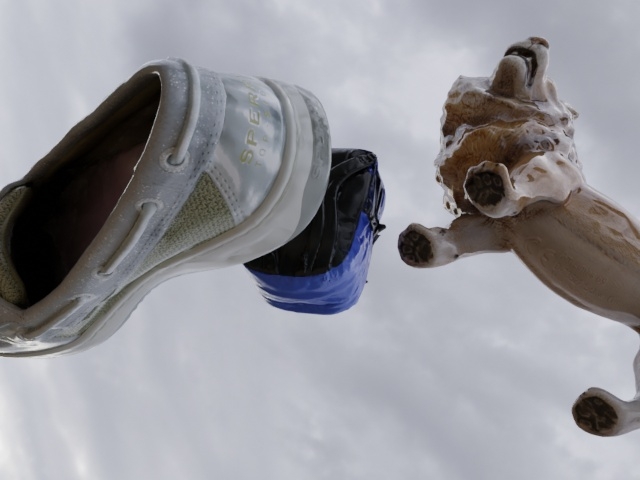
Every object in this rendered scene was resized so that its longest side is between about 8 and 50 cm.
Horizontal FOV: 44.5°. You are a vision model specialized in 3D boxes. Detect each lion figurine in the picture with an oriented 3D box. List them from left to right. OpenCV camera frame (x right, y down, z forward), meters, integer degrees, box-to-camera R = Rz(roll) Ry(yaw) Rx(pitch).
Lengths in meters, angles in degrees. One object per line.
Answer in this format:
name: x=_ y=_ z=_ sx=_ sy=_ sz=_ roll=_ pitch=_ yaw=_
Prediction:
lion figurine: x=0.218 y=0.013 z=0.596 sx=0.392 sy=0.240 sz=0.142 roll=50 pitch=-54 yaw=15

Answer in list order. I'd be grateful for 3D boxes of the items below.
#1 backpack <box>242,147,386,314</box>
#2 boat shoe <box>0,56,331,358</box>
backpack: x=0.000 y=0.000 z=0.597 sx=0.098 sy=0.120 sz=0.101 roll=-1 pitch=-40 yaw=21
boat shoe: x=-0.139 y=-0.010 z=0.440 sx=0.320 sy=0.103 sz=0.118 roll=-20 pitch=-114 yaw=38
